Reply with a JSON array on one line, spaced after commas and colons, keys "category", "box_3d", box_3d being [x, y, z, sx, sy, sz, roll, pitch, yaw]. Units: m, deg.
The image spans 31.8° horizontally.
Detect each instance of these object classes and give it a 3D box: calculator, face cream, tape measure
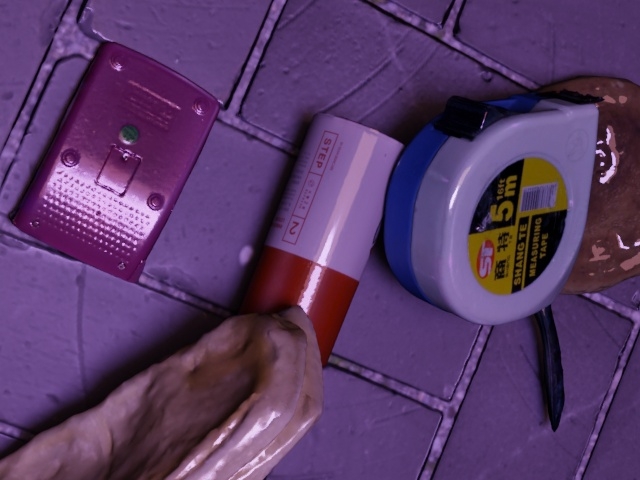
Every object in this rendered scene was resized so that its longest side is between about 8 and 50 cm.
[{"category": "calculator", "box_3d": [-0.177, -0.071, 0.995, 0.127, 0.034, 0.190, 27, 83, -17]}, {"category": "face cream", "box_3d": [0.000, 0.000, 1.028, 0.096, 0.096, 0.214, 23, 86, -19]}, {"category": "tape measure", "box_3d": [0.160, 0.036, 1.061, 0.215, 0.098, 0.351, -11, 111, -35]}]

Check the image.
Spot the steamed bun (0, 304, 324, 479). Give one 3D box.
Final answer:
[{"category": "steamed bun", "box_3d": [-0.137, 0.254, 0.897, 0.428, 0.247, 0.189, -35, 117, 0]}]

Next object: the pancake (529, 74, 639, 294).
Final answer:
[{"category": "pancake", "box_3d": [0.283, -0.052, 1.148, 0.242, 0.050, 0.242, -1, 97, -12]}]
